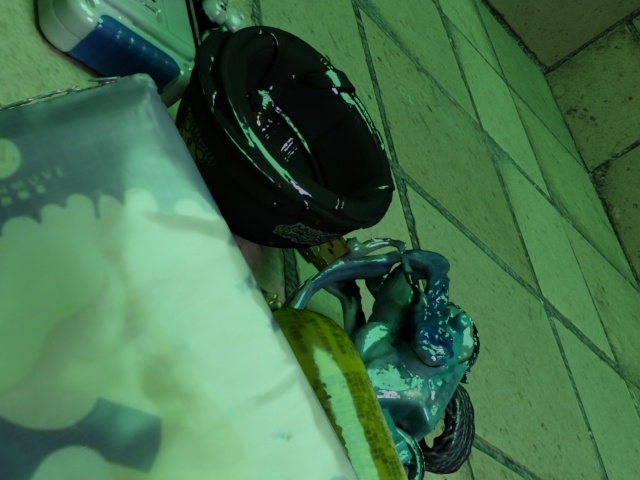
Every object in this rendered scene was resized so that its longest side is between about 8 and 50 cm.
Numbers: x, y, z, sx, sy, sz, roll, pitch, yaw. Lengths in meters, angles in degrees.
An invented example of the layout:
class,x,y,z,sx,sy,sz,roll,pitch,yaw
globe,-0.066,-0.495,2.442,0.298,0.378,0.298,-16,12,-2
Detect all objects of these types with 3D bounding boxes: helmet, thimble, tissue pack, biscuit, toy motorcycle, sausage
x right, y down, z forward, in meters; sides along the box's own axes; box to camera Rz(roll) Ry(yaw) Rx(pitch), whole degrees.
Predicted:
class,x,y,z,sx,sy,sz,roll,pitch,yaw
helmet,-0.058,-0.089,1.046,0.279,0.160,0.230,3,61,-50
thimble,0.122,0.197,1.109,0.066,0.095,0.104,29,20,-51
tissue pack,-0.139,0.091,0.588,0.242,0.125,0.343,-21,75,-30
biscuit,0.000,0.000,1.221,0.130,0.019,0.119,20,43,-54
toy motorcycle,0.052,0.115,1.017,0.206,0.154,0.260,40,46,-4
sausage,0.010,0.204,0.835,0.123,0.123,0.347,14,52,-58

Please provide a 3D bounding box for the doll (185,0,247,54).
class,x,y,z,sx,sy,sz,roll,pitch,yaw
doll,-0.146,-0.298,1.261,0.091,0.067,0.219,18,45,-59

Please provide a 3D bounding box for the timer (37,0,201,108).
class,x,y,z,sx,sy,sz,roll,pitch,yaw
timer,-0.214,-0.272,1.081,0.178,0.078,0.253,30,35,-45
